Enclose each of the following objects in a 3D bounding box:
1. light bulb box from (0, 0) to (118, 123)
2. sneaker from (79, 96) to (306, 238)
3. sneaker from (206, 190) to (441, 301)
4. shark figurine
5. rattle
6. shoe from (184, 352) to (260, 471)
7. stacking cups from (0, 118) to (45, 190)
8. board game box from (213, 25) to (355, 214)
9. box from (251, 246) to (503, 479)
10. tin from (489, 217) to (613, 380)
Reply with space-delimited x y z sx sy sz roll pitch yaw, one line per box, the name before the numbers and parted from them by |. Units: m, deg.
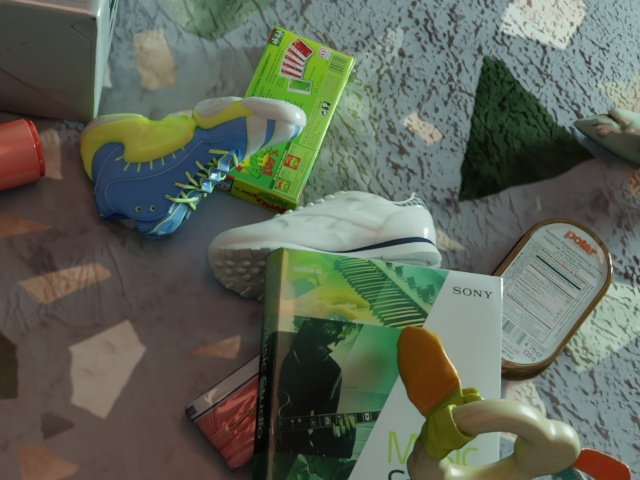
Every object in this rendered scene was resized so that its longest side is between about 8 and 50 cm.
light bulb box | -0.363 -0.345 1.512 0.358 0.225 0.361 10 66 -6
sneaker | -0.121 -0.067 1.494 0.240 0.091 0.126 -6 83 26
sneaker | 0.000 0.000 1.529 0.235 0.090 0.094 -1 57 -15
shark figurine | 0.411 -0.060 1.598 0.166 0.278 0.116 -1 108 -41
rattle | 0.172 0.165 1.413 0.200 0.130 0.142 3 29 -17
shoe | -0.038 0.143 1.471 0.178 0.063 0.081 -34 89 -23
stacking cups | -0.420 -0.054 1.454 0.316 0.096 0.096 -17 73 -16
board game box | -0.039 -0.122 1.583 0.092 0.043 0.181 22 66 -1
box | 0.054 0.177 1.432 0.232 0.058 0.322 8 74 -19
tin | 0.222 0.058 1.566 0.106 0.040 0.189 40 67 2
